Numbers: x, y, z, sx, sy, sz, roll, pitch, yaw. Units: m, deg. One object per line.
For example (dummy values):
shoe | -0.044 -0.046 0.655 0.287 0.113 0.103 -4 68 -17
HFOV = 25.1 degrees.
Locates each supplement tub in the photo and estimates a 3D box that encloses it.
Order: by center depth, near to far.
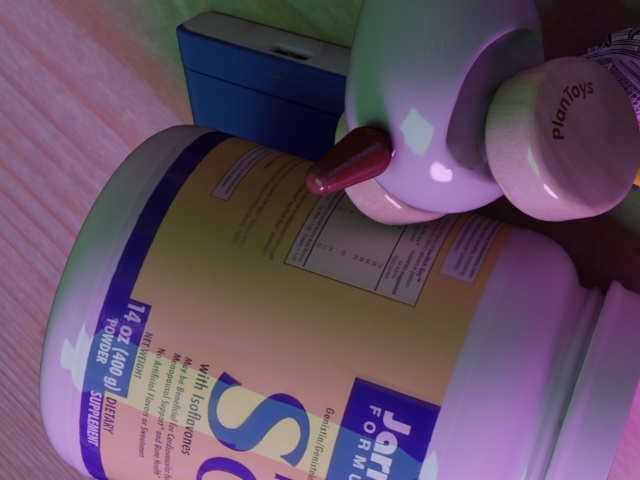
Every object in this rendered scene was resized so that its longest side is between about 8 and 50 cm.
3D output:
supplement tub | 0.021 0.082 0.900 0.331 0.241 0.241 18 134 12

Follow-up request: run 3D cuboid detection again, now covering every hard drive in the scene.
hard drive | 0.000 0.000 1.076 0.210 0.040 0.318 21 133 36

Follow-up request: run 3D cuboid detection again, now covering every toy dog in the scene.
toy dog | 0.033 -0.145 0.744 0.220 0.161 0.333 -39 70 47

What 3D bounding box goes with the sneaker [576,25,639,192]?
sneaker | 0.174 -0.080 0.801 0.225 0.088 0.092 20 106 43
